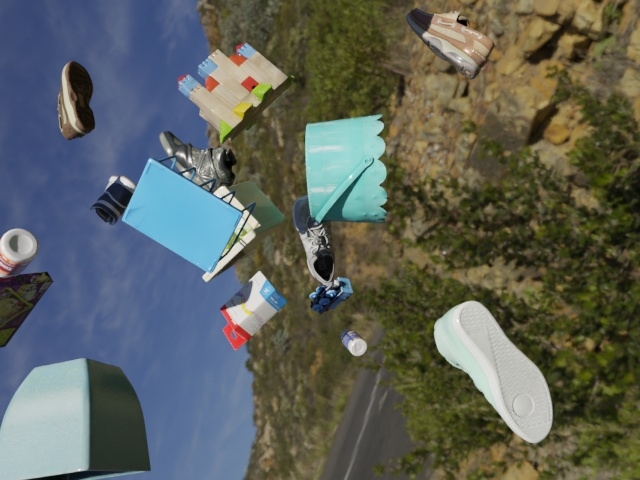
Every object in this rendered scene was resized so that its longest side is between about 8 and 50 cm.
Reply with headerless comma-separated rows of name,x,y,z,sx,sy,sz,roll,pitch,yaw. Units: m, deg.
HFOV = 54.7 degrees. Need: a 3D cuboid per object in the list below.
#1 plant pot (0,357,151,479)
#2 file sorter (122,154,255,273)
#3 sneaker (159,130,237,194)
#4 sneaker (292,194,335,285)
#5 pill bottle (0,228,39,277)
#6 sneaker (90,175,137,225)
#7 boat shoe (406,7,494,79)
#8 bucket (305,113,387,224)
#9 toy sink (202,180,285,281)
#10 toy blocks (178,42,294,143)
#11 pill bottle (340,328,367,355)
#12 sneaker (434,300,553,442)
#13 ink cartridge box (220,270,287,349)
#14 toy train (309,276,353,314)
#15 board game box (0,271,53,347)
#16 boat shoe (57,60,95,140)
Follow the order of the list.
plant pot,-0.556,0.409,1.412,0.248,0.247,0.252,49,-148,-63
file sorter,-0.212,-0.050,1.027,0.118,0.170,0.104,-60,-2,19
sneaker,-0.292,-0.206,1.520,0.130,0.227,0.087,-43,-16,0
sneaker,0.000,0.000,1.766,0.115,0.105,0.281,-123,15,-60
pill bottle,-0.750,0.037,1.507,0.152,0.086,0.086,-32,21,44
sneaker,-0.706,-0.134,2.101,0.153,0.099,0.282,-55,22,-14
boat shoe,0.353,-0.556,1.676,0.116,0.324,0.123,-47,-39,14
bucket,0.064,-0.167,1.504,0.281,0.183,0.281,-3,-90,-86
toy sink,-0.198,-0.029,1.328,0.153,0.131,0.234,-43,0,17
toy blocks,-0.307,-0.534,2.129,0.381,0.261,0.190,-48,-3,-23
pill bottle,0.119,0.371,2.280,0.067,0.067,0.120,-69,25,8
sneaker,0.295,0.227,1.078,0.094,0.255,0.151,-29,-8,-16
ink cartridge box,-0.234,0.226,2.005,0.231,0.134,0.078,-44,-52,-3
toy train,0.036,0.205,2.285,0.184,0.105,0.080,-50,41,40
board game box,-1.007,0.231,1.923,0.347,0.056,0.208,-46,-14,22
boat shoe,-0.696,-0.388,1.722,0.095,0.095,0.257,32,-145,-50
